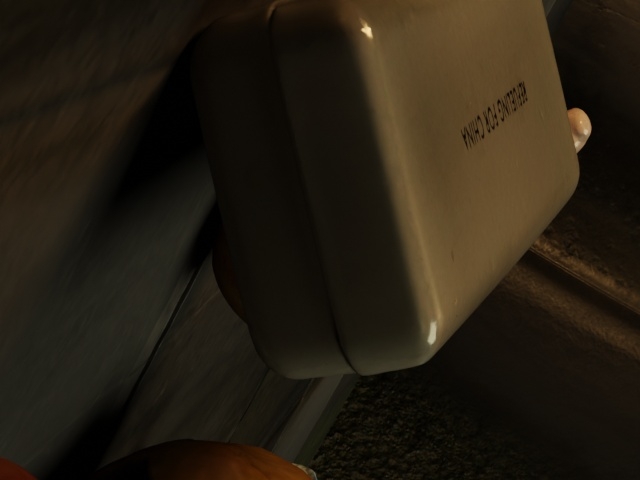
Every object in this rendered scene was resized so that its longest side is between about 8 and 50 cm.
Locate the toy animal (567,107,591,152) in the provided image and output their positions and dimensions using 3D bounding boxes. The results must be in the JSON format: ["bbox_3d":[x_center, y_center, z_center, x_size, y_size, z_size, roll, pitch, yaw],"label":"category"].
[{"bbox_3d":[0.125,-0.054,1.334,0.124,0.124,0.212,-64,177,36],"label":"toy animal"}]

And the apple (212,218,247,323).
[{"bbox_3d":[0.000,0.000,0.680,0.084,0.071,0.084,-61,176,-7],"label":"apple"}]

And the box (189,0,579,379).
[{"bbox_3d":[0.031,-0.034,0.581,0.244,0.055,0.103,-34,112,-69],"label":"box"}]

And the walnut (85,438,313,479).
[{"bbox_3d":[-0.060,0.157,0.646,0.245,0.137,0.137,-59,176,-49],"label":"walnut"}]

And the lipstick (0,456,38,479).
[{"bbox_3d":[-0.097,0.070,0.234,0.057,0.057,0.357,-60,175,3],"label":"lipstick"}]

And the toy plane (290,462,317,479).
[{"bbox_3d":[-0.008,0.177,0.759,0.169,0.246,0.078,-56,136,-23],"label":"toy plane"}]
